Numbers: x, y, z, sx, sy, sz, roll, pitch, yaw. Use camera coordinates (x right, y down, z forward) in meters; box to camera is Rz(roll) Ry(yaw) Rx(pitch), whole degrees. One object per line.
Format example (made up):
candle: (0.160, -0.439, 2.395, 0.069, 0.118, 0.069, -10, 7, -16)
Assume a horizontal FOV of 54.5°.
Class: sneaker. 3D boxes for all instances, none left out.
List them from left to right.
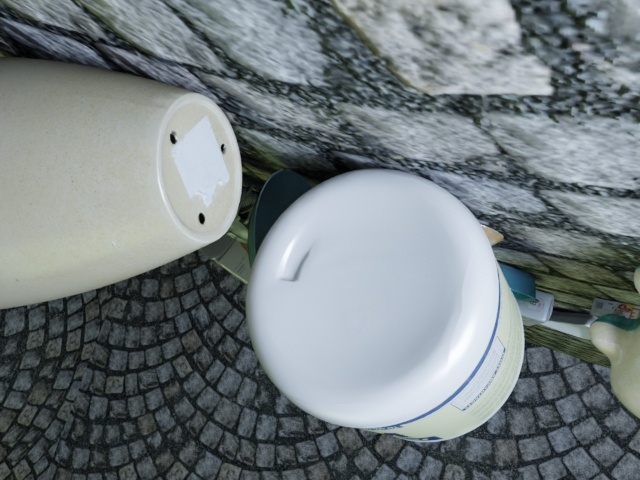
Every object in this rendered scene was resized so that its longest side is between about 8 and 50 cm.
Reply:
sneaker: (-0.109, -0.047, 0.752, 0.228, 0.086, 0.132, 29, -179, -20)

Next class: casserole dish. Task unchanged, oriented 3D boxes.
casserole dish: (0.242, 0.049, 0.941, 0.188, 0.037, 0.114, 19, 175, 5)

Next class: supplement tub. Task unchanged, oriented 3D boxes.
supplement tub: (0.091, 0.090, 0.670, 0.235, 0.236, 0.325, 16, 168, 29)

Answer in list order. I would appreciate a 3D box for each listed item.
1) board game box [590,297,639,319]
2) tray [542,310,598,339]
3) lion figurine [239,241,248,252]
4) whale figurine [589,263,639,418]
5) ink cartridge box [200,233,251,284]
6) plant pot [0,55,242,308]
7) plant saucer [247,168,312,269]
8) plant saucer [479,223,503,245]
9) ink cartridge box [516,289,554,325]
board game box: (0.476, 0.118, 0.867, 0.103, 0.026, 0.154, 22, 174, -29)
tray: (0.517, 0.168, 1.214, 0.145, 0.030, 0.270, 20, 175, -4)
lion figurine: (-0.153, -0.054, 0.936, 0.392, 0.142, 0.240, 36, 179, -21)
whale figurine: (0.382, 0.097, 0.609, 0.216, 0.141, 0.272, 14, 148, 43)
ink cartridge box: (-0.107, 0.046, 1.245, 0.283, 0.117, 0.207, 40, 173, -31)
plant pot: (-0.222, -0.060, 0.579, 0.273, 0.257, 0.256, -2, 166, 24)
plant saucer: (-0.041, 0.014, 0.736, 0.037, 0.195, 0.195, -8, 163, 25)
plant saucer: (0.170, -0.009, 0.724, 0.083, 0.015, 0.083, 19, 175, 2)
ink cartridge box: (0.292, 0.095, 1.141, 0.232, 0.066, 0.189, 14, 174, 12)
